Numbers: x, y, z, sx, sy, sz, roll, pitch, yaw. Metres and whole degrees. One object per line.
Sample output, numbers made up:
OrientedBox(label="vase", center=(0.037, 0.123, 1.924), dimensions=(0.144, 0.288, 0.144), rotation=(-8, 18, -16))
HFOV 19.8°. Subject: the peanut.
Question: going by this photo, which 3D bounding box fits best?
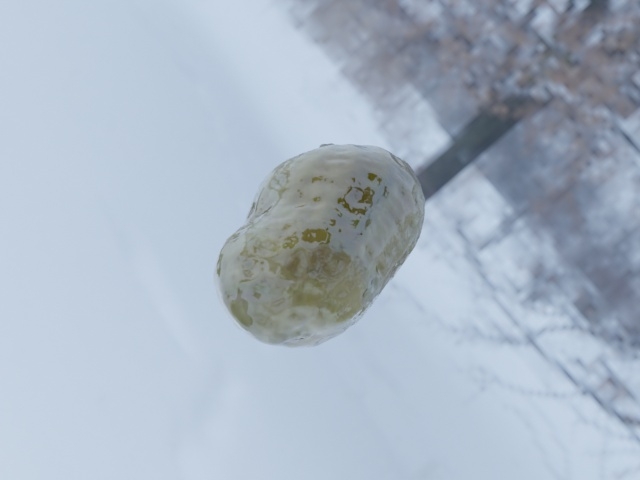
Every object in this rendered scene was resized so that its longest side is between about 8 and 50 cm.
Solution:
OrientedBox(label="peanut", center=(0.000, 0.000, 1.407), dimensions=(0.129, 0.129, 0.224), rotation=(48, 38, -9))
